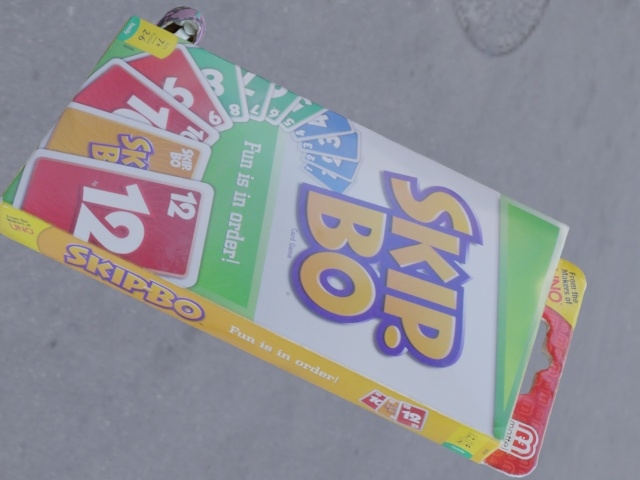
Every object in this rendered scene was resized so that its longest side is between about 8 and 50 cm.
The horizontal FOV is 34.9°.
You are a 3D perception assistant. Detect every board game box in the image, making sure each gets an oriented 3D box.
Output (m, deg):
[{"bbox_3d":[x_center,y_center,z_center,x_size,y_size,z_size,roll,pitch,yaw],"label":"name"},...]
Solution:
[{"bbox_3d":[0.000,0.000,0.468,0.124,0.259,0.039,-65,-177,-33],"label":"board game box"}]

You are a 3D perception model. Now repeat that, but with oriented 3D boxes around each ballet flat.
[{"bbox_3d":[-0.239,-0.226,1.355,0.221,0.079,0.077,-44,101,5],"label":"ballet flat"}]
